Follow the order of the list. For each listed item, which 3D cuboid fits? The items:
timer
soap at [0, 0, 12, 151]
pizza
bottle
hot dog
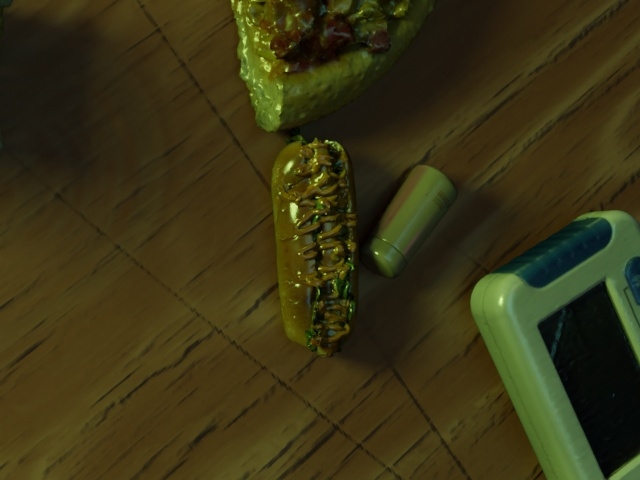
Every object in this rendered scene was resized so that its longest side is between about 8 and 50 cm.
[{"bbox_3d":[0.245,0.115,1.198,0.178,0.078,0.253,-29,101,-25],"label":"timer"},{"bbox_3d":[-0.300,-0.134,0.846,0.233,0.076,0.135,11,81,-60],"label":"soap"},{"bbox_3d":[0.004,-0.238,1.072,0.229,0.081,0.289,45,70,-20],"label":"pizza"},{"bbox_3d":[0.073,-0.015,1.123,0.045,0.045,0.096,43,70,-21],"label":"bottle"},{"bbox_3d":[0.000,0.000,1.076,0.072,0.055,0.188,-5,91,-28],"label":"hot dog"}]
